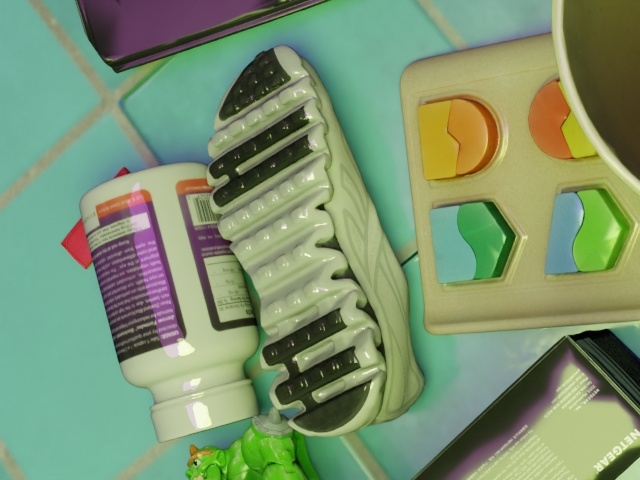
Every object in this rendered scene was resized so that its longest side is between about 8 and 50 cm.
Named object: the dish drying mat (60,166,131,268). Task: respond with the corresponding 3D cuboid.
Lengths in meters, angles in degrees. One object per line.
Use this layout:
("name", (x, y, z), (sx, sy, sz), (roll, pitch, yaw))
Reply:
("dish drying mat", (-0.174, -0.018, 1.101), (0.032, 0.008, 0.083), (43, 100, 13))

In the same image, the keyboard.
("keyboard", (-0.053, -0.266, 1.046), (0.317, 0.033, 0.201), (-17, 88, 10))

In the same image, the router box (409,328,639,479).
("router box", (0.090, 0.188, 0.889), (0.309, 0.243, 0.081), (-45, 76, 11))

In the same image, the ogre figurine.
("ogre figurine", (-0.044, 0.198, 0.986), (0.097, 0.197, 0.118), (-9, 66, -3))

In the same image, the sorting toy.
("sorting toy", (0.144, -0.042, 0.962), (0.193, 0.038, 0.208), (-7, 84, 34))

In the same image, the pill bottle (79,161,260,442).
("pill bottle", (-0.107, 0.048, 1.025), (0.108, 0.108, 0.193), (-17, 82, 16))

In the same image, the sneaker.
("sneaker", (0.000, 0.000, 0.997), (0.110, 0.118, 0.292), (-23, 72, 33))

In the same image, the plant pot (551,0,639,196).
("plant pot", (0.287, -0.115, 0.824), (0.256, 0.274, 0.256), (-1, 87, 18))
